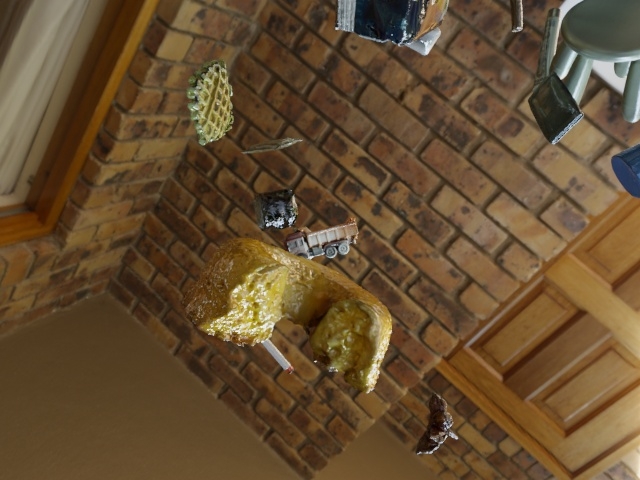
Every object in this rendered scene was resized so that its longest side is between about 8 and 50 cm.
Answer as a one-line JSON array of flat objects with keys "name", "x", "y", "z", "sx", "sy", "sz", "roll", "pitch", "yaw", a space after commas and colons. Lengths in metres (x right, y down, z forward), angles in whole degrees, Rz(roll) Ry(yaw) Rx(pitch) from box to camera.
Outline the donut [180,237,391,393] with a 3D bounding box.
[{"name": "donut", "x": -0.055, "y": 0.120, "z": 1.009, "sx": 0.434, "sy": 0.164, "sz": 0.377, "roll": 23, "pitch": -174, "yaw": -20}]

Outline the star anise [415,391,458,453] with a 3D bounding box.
[{"name": "star anise", "x": 0.391, "y": 0.619, "z": 1.609, "sx": 0.111, "sy": 0.196, "sz": 0.212, "roll": 8, "pitch": -163, "yaw": 32}]

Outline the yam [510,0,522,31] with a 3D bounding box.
[{"name": "yam", "x": 0.657, "y": -0.884, "z": 1.641, "sx": 0.045, "sy": 0.327, "sz": 0.045, "roll": -6, "pitch": -175, "yaw": 3}]

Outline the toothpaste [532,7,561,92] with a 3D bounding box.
[{"name": "toothpaste", "x": 0.652, "y": -0.544, "z": 1.382, "sx": 0.039, "sy": 0.239, "sz": 0.062, "roll": 12, "pitch": 178, "yaw": -25}]

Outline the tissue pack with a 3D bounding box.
[{"name": "tissue pack", "x": 0.188, "y": -0.717, "z": 1.154, "sx": 0.253, "sy": 0.417, "sz": 0.264, "roll": 25, "pitch": -138, "yaw": 24}]

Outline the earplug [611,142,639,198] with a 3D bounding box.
[{"name": "earplug", "x": 0.909, "y": -0.232, "z": 1.222, "sx": 0.132, "sy": 0.272, "sz": 0.132, "roll": 54, "pitch": -166, "yaw": -20}]

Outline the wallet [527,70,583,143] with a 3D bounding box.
[{"name": "wallet", "x": 0.476, "y": -0.269, "z": 0.981, "sx": 0.026, "sy": 0.088, "sz": 0.129, "roll": 3, "pitch": -124, "yaw": -22}]

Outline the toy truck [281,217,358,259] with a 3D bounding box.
[{"name": "toy truck", "x": 0.000, "y": 0.000, "z": 1.709, "sx": 0.114, "sy": 0.270, "sz": 0.135, "roll": -162, "pitch": 57, "yaw": -86}]

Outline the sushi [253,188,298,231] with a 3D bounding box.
[{"name": "sushi", "x": -0.140, "y": -0.096, "z": 1.511, "sx": 0.127, "sy": 0.124, "sz": 0.225, "roll": -10, "pitch": -174, "yaw": -13}]

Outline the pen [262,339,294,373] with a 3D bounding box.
[{"name": "pen", "x": -0.159, "y": 0.311, "z": 1.445, "sx": 0.218, "sy": 0.026, "sz": 0.026, "roll": 50, "pitch": -156, "yaw": -3}]

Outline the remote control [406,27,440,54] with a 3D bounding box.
[{"name": "remote control", "x": 0.275, "y": -0.777, "z": 1.737, "sx": 0.312, "sy": 0.109, "sz": 0.055, "roll": 23, "pitch": -134, "yaw": -12}]

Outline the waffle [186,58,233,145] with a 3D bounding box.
[{"name": "waffle", "x": -0.299, "y": -0.383, "z": 1.332, "sx": 0.054, "sy": 0.208, "sz": 0.214, "roll": 10, "pitch": -147, "yaw": 16}]

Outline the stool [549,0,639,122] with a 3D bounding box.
[{"name": "stool", "x": 0.594, "y": -0.377, "z": 1.008, "sx": 0.199, "sy": 0.195, "sz": 0.195, "roll": 65, "pitch": -149, "yaw": -57}]

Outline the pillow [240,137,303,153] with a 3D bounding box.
[{"name": "pillow", "x": -0.165, "y": -0.318, "z": 1.613, "sx": 0.130, "sy": 0.217, "sz": 0.033, "roll": -28, "pitch": -69, "yaw": -45}]
